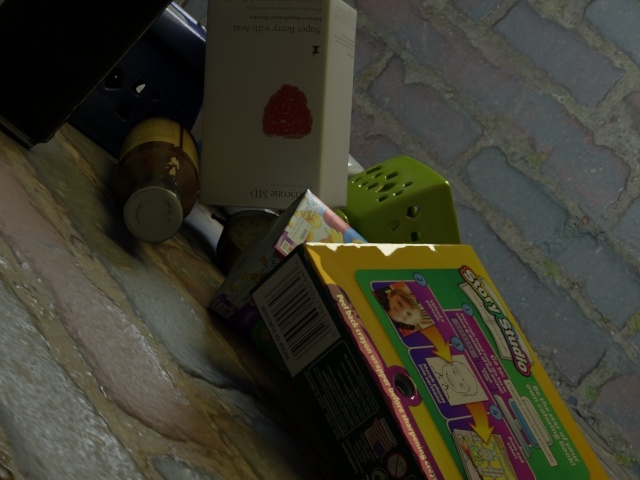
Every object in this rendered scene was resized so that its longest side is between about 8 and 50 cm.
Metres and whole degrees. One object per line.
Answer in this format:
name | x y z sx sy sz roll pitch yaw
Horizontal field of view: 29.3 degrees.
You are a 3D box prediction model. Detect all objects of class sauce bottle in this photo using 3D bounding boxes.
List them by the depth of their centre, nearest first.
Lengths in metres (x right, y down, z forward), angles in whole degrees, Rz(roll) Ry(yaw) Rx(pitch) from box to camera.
sauce bottle | -0.210 -0.079 1.564 0.111 0.111 0.344 41 9 -14

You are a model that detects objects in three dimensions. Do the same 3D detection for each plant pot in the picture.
plant pot | -0.279 -0.263 1.813 0.236 0.212 0.236 39 9 -30
plant pot | 0.096 0.011 1.973 0.227 0.207 0.228 -137 -148 -68

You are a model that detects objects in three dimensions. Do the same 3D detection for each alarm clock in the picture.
alarm clock | -0.073 0.030 1.706 0.129 0.064 0.192 0 37 -33

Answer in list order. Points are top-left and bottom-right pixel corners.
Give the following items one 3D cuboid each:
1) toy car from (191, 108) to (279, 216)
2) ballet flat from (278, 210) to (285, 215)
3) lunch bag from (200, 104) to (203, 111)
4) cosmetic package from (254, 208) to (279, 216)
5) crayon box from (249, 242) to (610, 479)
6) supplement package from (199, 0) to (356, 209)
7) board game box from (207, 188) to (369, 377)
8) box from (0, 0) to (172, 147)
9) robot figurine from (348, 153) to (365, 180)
toy car | -0.113 -0.120 1.997 0.238 0.210 0.219 53 -8 -26
ballet flat | 0.000 0.000 1.793 0.213 0.072 0.068 51 -15 43
lunch bag | -0.119 -0.221 2.460 0.235 0.169 0.287 39 1 -26
cosmetic package | -0.028 0.058 1.821 0.231 0.085 0.117 50 10 34
crayon box | 0.130 0.175 1.328 0.313 0.106 0.363 2 53 -49
supplement package | -0.057 -0.191 1.712 0.177 0.293 0.175 3 3 13
board game box | 0.025 0.097 1.516 0.275 0.142 0.144 42 36 -10
box | -0.457 -0.434 1.518 0.480 0.297 0.472 40 8 -29
robot figurine | -0.052 -0.119 2.185 0.353 0.200 0.300 48 -27 30
